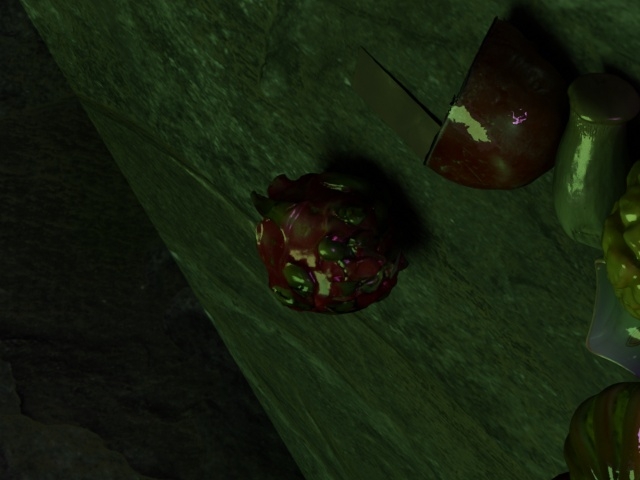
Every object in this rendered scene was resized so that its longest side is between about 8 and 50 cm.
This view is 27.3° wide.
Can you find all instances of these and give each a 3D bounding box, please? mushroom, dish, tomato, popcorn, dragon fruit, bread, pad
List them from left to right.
[{"bbox_3d":[0.011,-0.001,2.150,0.302,0.237,0.231,-153,52,-67],"label":"dragon fruit"},{"bbox_3d":[0.114,-0.193,1.932,0.188,0.006,0.113,47,159,17],"label":"pad"},{"bbox_3d":[0.229,-0.146,1.595,0.155,0.181,0.214,31,164,4],"label":"tomato"},{"bbox_3d":[0.323,-0.079,1.544,0.096,0.108,0.247,-112,6,-46],"label":"mushroom"},{"bbox_3d":[0.422,0.099,1.674,0.151,0.077,0.212,36,154,30],"label":"dish"},{"bbox_3d":[0.442,0.319,1.689,0.333,0.160,0.333,36,153,22],"label":"bread"},{"bbox_3d":[0.387,-0.012,1.433,0.200,0.226,0.203,-39,57,50],"label":"popcorn"}]

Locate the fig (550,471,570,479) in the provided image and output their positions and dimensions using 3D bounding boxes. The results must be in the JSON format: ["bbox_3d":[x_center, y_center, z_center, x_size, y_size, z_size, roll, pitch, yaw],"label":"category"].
[{"bbox_3d":[0.420,0.470,2.111,0.205,0.205,0.205,42,157,23],"label":"fig"}]
